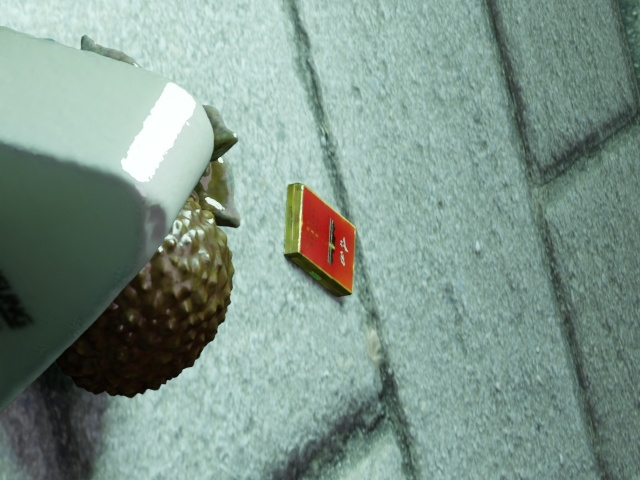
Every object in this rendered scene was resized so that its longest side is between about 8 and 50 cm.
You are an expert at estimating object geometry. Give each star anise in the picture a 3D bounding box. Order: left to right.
[{"bbox_3d":[-0.153,-0.087,1.770,0.073,0.212,0.197,-42,140,-28],"label":"star anise"}]

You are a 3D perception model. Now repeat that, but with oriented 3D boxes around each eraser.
[{"bbox_3d":[-0.286,-0.048,1.449,0.331,0.331,0.150,65,32,-26],"label":"eraser"}]

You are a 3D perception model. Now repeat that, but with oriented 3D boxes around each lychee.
[{"bbox_3d":[-0.165,0.027,1.669,0.200,0.200,0.238,-18,123,-63],"label":"lychee"}]

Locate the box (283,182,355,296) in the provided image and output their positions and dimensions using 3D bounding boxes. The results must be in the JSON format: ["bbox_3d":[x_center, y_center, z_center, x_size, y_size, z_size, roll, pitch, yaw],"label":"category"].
[{"bbox_3d":[0.000,0.000,2.189,0.133,0.023,0.090,40,48,-51],"label":"box"}]
